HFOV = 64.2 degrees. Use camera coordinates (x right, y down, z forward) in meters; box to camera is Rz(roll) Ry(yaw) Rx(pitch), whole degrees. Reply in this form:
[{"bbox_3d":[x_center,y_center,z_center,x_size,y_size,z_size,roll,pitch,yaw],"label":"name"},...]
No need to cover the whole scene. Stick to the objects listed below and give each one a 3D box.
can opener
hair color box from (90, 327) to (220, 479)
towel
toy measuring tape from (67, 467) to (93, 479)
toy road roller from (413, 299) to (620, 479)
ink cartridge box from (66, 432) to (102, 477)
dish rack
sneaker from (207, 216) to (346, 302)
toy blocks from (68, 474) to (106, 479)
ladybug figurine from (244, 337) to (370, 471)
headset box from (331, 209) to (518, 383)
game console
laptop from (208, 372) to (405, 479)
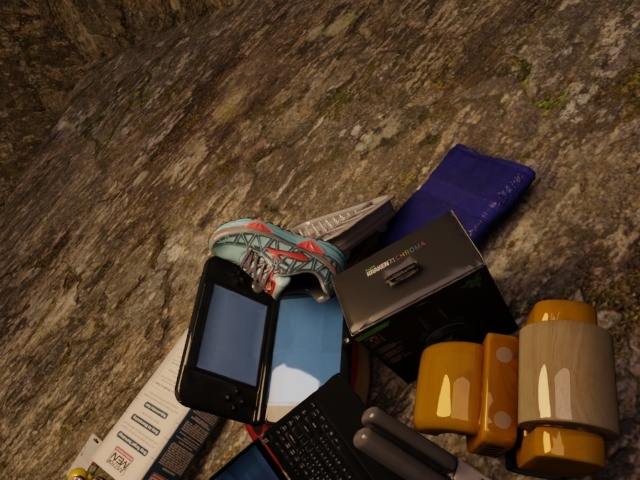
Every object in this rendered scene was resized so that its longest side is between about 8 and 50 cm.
[{"bbox_3d":[0.191,0.352,0.787,0.076,0.284,0.095,-59,3,-39],"label":"can opener"},{"bbox_3d":[-0.326,0.385,1.150,0.174,0.105,0.347,10,55,39],"label":"hair color box"},{"bbox_3d":[0.294,-0.062,1.128,0.308,0.076,0.228,-48,39,-4],"label":"towel"},{"bbox_3d":[-0.553,0.685,1.156,0.122,0.121,0.329,-2,81,32],"label":"toy measuring tape"},{"bbox_3d":[0.268,0.228,0.764,0.241,0.329,0.202,6,61,11],"label":"toy road roller"},{"bbox_3d":[-0.587,0.557,1.293,0.063,0.029,0.115,15,67,39],"label":"ink cartridge box"},{"bbox_3d":[0.000,0.000,1.164,0.333,0.072,0.286,-14,15,43],"label":"dish rack"},{"bbox_3d":[-0.083,0.042,0.930,0.262,0.104,0.125,13,50,-2],"label":"sneaker"},{"bbox_3d":[-0.459,0.591,0.891,0.289,0.260,0.308,14,59,25],"label":"toy blocks"},{"bbox_3d":[-0.055,0.253,1.065,0.305,0.162,0.449,-23,50,18],"label":"ladybug figurine"},{"bbox_3d":[0.191,0.110,0.923,0.247,0.283,0.131,-30,47,11],"label":"headset box"},{"bbox_3d":[-0.089,0.168,0.924,0.173,0.250,0.293,-31,42,40],"label":"game console"},{"bbox_3d":[0.010,0.360,0.749,0.264,0.136,0.234,-34,78,-20],"label":"laptop"}]
